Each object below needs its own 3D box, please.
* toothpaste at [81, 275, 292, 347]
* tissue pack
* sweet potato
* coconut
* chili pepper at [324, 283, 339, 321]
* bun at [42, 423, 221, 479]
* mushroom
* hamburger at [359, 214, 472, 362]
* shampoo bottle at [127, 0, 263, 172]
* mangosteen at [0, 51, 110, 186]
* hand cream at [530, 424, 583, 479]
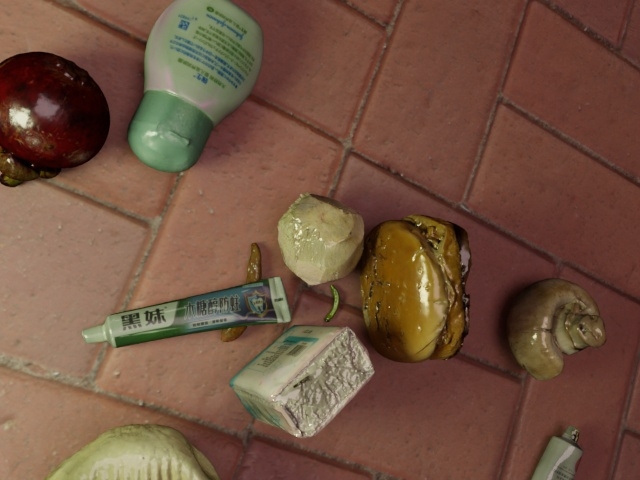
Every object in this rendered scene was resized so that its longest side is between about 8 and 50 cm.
[{"bbox_3d":[-0.251,0.146,1.244,0.391,0.061,0.099,-10,69,-15],"label":"toothpaste"},{"bbox_3d":[-0.040,0.259,1.237,0.201,0.271,0.124,-43,100,-21],"label":"tissue pack"},{"bbox_3d":[-0.151,0.107,1.327,0.050,0.050,0.214,24,72,-20],"label":"sweet potato"},{"bbox_3d":[0.003,0.001,1.338,0.194,0.194,0.195,2,84,-24],"label":"coconut"},{"bbox_3d":[0.026,0.139,1.416,0.030,0.017,0.083,20,78,-19],"label":"chili pepper"},{"bbox_3d":[-0.326,0.489,1.112,0.352,0.227,0.349,-14,91,-27],"label":"bun"},{"bbox_3d":[0.553,0.191,1.550,0.189,0.195,0.254,46,66,-9],"label":"mushroom"},{"bbox_3d":[0.195,0.098,1.349,0.174,0.284,0.305,-5,87,-22],"label":"hamburger"},{"bbox_3d":[-0.252,-0.296,1.263,0.221,0.151,0.350,28,74,-25],"label":"shampoo bottle"},{"bbox_3d":[-0.495,-0.199,1.133,0.215,0.215,0.257,39,106,-16],"label":"mangosteen"},{"bbox_3d":[0.554,0.612,1.582,0.124,0.077,0.341,31,78,-19],"label":"hand cream"}]
